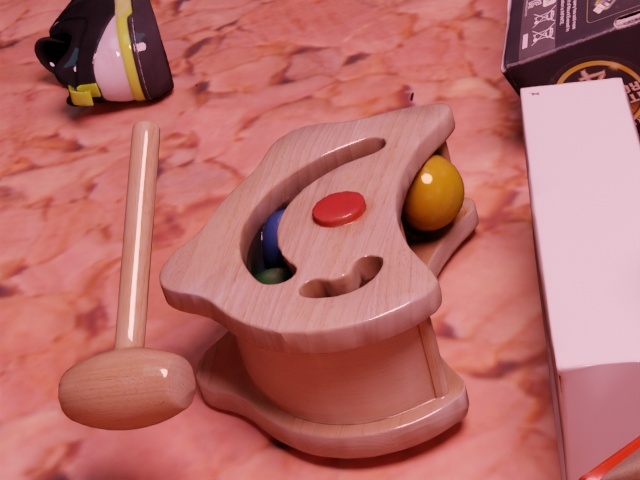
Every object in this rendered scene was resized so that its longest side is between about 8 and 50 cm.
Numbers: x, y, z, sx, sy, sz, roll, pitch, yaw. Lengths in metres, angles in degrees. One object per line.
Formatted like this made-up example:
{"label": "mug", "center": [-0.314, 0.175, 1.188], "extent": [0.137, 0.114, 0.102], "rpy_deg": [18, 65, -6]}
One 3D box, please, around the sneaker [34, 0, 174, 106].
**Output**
{"label": "sneaker", "center": [-0.181, -0.174, 1.077], "extent": [0.097, 0.084, 0.235], "rpy_deg": [-17, 33, -5]}

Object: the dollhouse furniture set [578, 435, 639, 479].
{"label": "dollhouse furniture set", "center": [0.213, 0.056, 0.482], "extent": [0.259, 0.135, 0.262], "rpy_deg": [-28, 75, -23]}

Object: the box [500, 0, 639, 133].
{"label": "box", "center": [0.286, -0.262, 0.876], "extent": [0.318, 0.097, 0.395], "rpy_deg": [-19, 41, 31]}

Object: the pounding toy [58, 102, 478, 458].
{"label": "pounding toy", "center": [0.000, 0.000, 0.679], "extent": [0.154, 0.155, 0.269], "rpy_deg": [2, 35, 30]}

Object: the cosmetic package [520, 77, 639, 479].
{"label": "cosmetic package", "center": [0.134, 0.021, 0.656], "extent": [0.060, 0.099, 0.239], "rpy_deg": [-7, 33, 9]}
